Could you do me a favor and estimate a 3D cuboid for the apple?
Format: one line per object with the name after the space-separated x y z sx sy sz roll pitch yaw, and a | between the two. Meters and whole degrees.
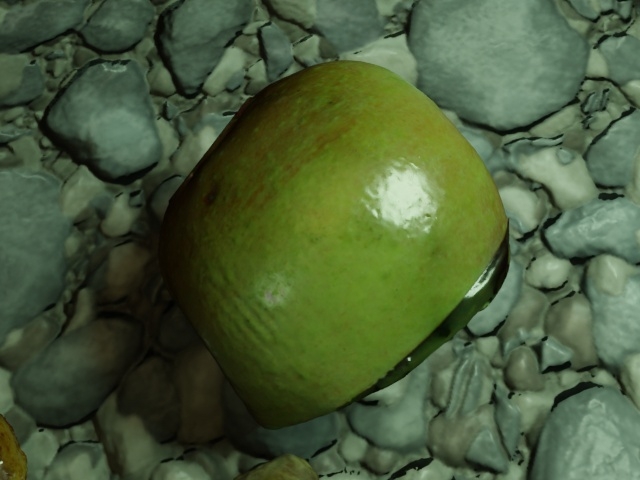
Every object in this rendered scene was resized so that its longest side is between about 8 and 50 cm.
0.000 0.000 0.533 0.188 0.174 0.207 -36 48 -18 | apple

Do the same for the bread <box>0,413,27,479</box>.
-0.251 0.162 0.515 0.193 0.064 0.193 -3 66 6 | bread

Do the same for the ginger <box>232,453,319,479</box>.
0.035 0.176 0.473 0.204 0.080 0.104 11 57 13 | ginger
